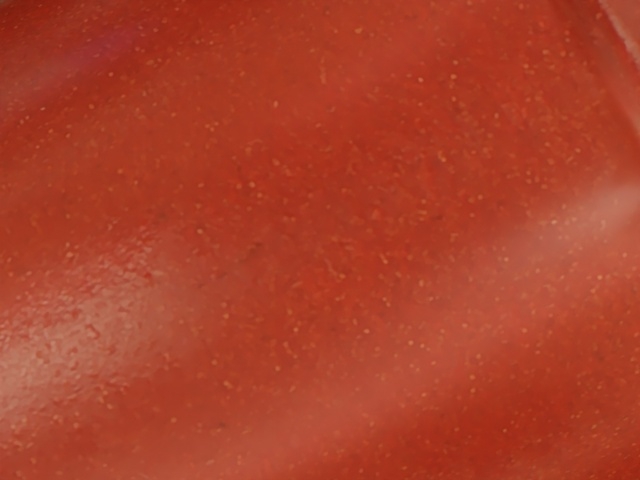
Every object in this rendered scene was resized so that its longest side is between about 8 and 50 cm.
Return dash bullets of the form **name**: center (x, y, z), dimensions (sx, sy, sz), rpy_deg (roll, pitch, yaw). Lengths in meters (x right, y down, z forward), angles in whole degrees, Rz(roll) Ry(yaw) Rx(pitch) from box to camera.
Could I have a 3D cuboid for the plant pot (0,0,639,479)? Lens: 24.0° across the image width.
- **plant pot**: center (0.000, 0.000, 0.458), dimensions (0.265, 0.272, 0.272), rpy_deg (-28, 116, -8)
